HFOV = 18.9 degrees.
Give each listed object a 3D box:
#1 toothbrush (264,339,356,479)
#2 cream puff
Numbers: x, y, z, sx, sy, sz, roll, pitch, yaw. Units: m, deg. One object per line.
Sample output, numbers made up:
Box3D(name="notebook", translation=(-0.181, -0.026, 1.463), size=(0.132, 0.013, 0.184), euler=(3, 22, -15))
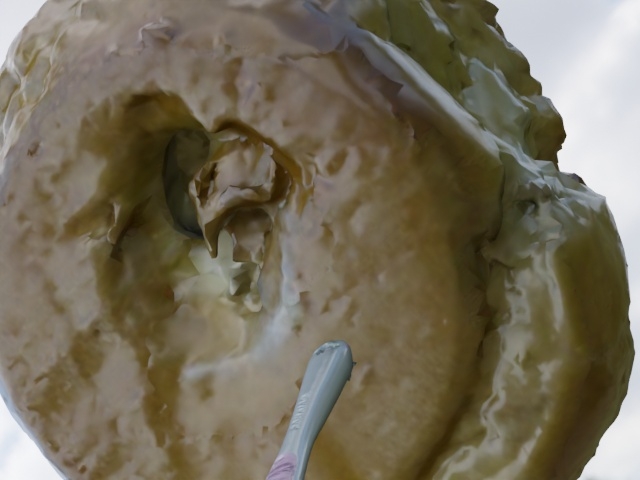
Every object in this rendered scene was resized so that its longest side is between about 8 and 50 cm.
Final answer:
Box3D(name="toothbrush", translation=(-0.012, 0.090, 0.646), size=(0.017, 0.022, 0.204), euler=(-21, 22, 21))
Box3D(name="cream puff", translation=(0.000, 0.000, 0.940), size=(0.231, 0.343, 0.327), euler=(-25, -55, -64))
